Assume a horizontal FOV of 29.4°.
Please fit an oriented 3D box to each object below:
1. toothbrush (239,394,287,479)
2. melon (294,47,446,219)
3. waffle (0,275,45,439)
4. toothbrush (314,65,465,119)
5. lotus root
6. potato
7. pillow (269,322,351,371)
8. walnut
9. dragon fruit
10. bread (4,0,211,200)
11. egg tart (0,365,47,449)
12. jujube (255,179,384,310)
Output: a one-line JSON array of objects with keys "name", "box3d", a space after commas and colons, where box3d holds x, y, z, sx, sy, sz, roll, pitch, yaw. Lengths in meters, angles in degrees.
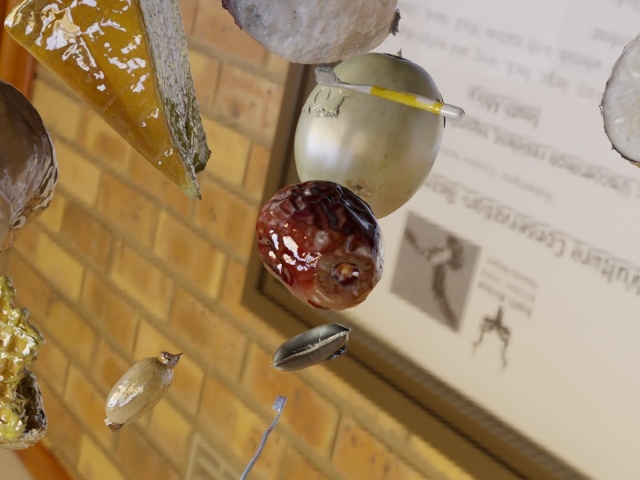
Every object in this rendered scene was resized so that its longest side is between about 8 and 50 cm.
[{"name": "toothbrush", "box3d": [-0.097, 0.329, 1.963, 0.019, 0.013, 0.193, 20, -124, 9]}, {"name": "melon", "box3d": [0.091, -0.203, 2.283, 0.268, 0.330, 0.268, 26, -177, -1]}, {"name": "waffle", "box3d": [-0.508, 0.176, 1.803, 0.291, 0.291, 0.051, 18, -159, 23]}, {"name": "toothbrush", "box3d": [0.089, -0.206, 1.682, 0.021, 0.024, 0.288, -39, -141, -26]}, {"name": "lotus root", "box3d": [-0.257, 0.209, 1.737, 0.062, 0.150, 0.073, 43, 180, 22]}, {"name": "potato", "box3d": [0.579, -0.217, 1.811, 0.196, 0.300, 0.246, 14, -130, -59]}, {"name": "pillow", "box3d": [-0.015, 0.163, 1.862, 0.136, 0.055, 0.091, -21, -158, -1]}, {"name": "walnut", "box3d": [-0.457, -0.085, 1.478, 0.273, 0.227, 0.273, 18, -148, -12]}, {"name": "dragon fruit", "box3d": [-0.030, -0.381, 1.569, 0.204, 0.283, 0.221, -18, 167, -12]}, {"name": "bread", "box3d": [-0.219, -0.259, 1.681, 0.361, 0.245, 0.233, 47, -164, -12]}, {"name": "egg tart", "box3d": [-0.595, 0.259, 2.078, 0.291, 0.107, 0.291, 44, -168, -12]}, {"name": "jujube", "box3d": [0.000, 0.000, 1.820, 0.183, 0.183, 0.243, 7, -165, -20]}]
